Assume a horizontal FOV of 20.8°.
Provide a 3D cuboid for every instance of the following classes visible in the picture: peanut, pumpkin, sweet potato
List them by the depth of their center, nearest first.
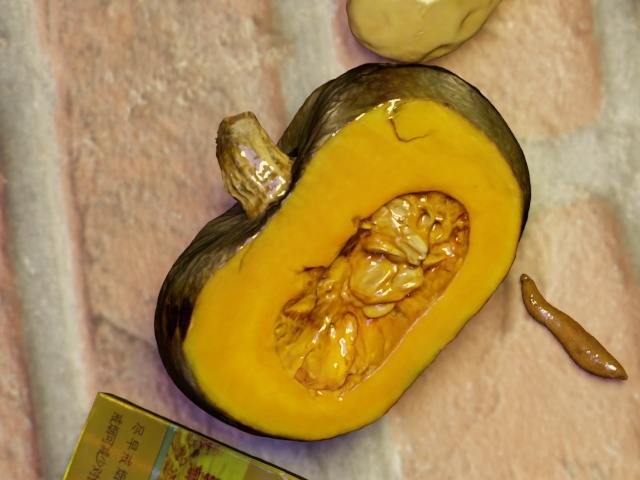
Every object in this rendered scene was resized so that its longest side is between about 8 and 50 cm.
[{"bbox_3d":[0.000,0.000,1.281,0.222,0.139,0.317,40,101,-20],"label":"pumpkin"},{"bbox_3d":[0.141,-0.264,1.311,0.147,0.147,0.319,42,92,18],"label":"peanut"},{"bbox_3d":[0.186,0.070,1.313,0.115,0.026,0.026,44,96,23],"label":"sweet potato"}]

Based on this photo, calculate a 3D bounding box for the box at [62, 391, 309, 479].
[{"bbox_3d":[-0.114,0.211,1.384,0.193,0.030,0.121,21,89,18],"label":"box"}]
